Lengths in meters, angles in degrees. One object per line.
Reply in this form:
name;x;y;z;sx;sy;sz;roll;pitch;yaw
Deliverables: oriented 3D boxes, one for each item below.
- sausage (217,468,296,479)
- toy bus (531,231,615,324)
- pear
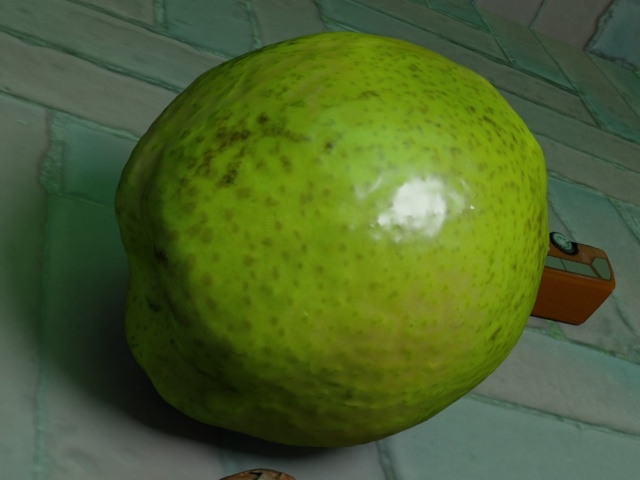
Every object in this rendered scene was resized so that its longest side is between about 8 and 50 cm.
sausage;-0.133;0.243;0.693;0.094;0.094;0.419;30;27;24
toy bus;0.199;0.024;1.376;0.408;0.093;0.092;12;40;-28
pear;0.000;0.000;0.943;0.391;0.391;0.391;23;28;-13
